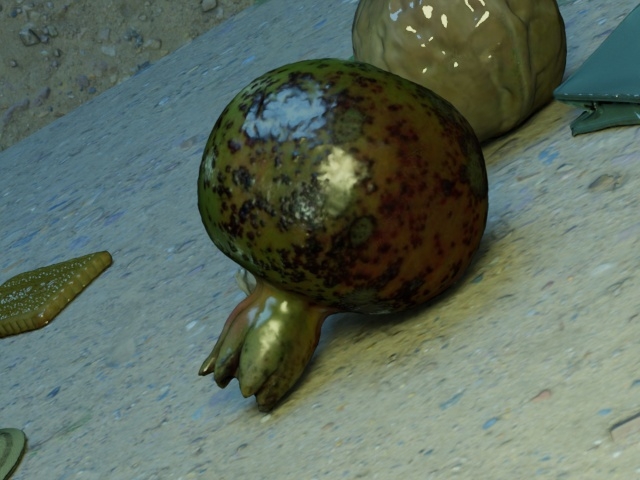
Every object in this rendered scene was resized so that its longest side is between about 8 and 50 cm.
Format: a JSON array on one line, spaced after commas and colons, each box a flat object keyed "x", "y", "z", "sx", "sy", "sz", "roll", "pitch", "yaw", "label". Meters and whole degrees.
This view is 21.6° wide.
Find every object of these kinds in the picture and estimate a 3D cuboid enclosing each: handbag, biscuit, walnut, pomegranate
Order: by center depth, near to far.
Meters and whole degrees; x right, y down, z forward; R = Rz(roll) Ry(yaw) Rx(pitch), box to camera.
[{"x": 0.000, "y": 0.000, "z": 1.577, "sx": 0.340, "sy": 0.285, "sz": 0.285, "roll": -67, "pitch": 22, "yaw": -2, "label": "pomegranate"}, {"x": 0.358, "y": -0.196, "z": 1.773, "sx": 0.221, "sy": 0.057, "sz": 0.144, "roll": -42, "pitch": 24, "yaw": -30, "label": "handbag"}, {"x": 0.158, "y": -0.219, "z": 1.888, "sx": 0.248, "sy": 0.248, "sz": 0.248, "roll": -29, "pitch": 17, "yaw": 10, "label": "walnut"}, {"x": -0.421, "y": 0.083, "z": 2.397, "sx": 0.254, "sy": 0.029, "sz": 0.172, "roll": -15, "pitch": 24, "yaw": 45, "label": "biscuit"}]

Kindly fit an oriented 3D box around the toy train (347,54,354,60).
[{"x": 0.083, "y": -0.225, "z": 2.292, "sx": 0.119, "sy": 0.085, "sz": 0.251, "roll": -35, "pitch": 14, "yaw": 9, "label": "toy train"}]

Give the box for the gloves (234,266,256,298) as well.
[{"x": -0.020, "y": 0.006, "z": 1.835, "sx": 0.153, "sy": 0.070, "sz": 0.114, "roll": -40, "pitch": 18, "yaw": -29, "label": "gloves"}]

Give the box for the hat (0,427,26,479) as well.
[{"x": -0.459, "y": 0.250, "z": 1.860, "sx": 0.252, "sy": 0.110, "sz": 0.252, "roll": -29, "pitch": 18, "yaw": 11, "label": "hat"}]
